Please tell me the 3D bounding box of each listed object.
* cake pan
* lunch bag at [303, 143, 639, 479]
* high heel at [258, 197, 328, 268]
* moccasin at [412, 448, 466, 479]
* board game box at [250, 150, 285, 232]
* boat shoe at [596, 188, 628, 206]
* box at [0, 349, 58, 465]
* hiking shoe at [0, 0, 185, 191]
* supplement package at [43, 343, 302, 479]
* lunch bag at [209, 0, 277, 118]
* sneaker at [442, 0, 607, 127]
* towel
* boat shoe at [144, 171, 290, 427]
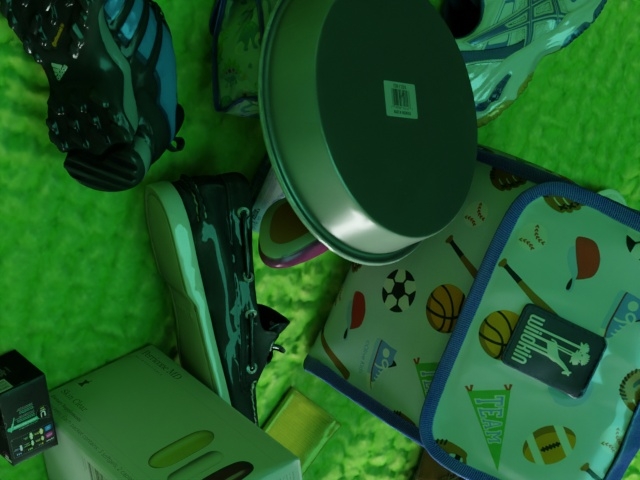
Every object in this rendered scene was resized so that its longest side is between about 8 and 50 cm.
[{"bbox_3d":[0.057,-0.124,1.298,0.293,0.054,0.293,12,74,-48],"label":"cake pan"},{"bbox_3d":[0.205,0.081,1.459,0.239,0.385,0.328,15,101,-44],"label":"lunch bag"},{"bbox_3d":[0.000,0.000,1.398,0.244,0.082,0.117,-56,152,-57],"label":"high heel"},{"bbox_3d":[0.190,0.317,1.729,0.139,0.147,0.380,28,91,-45],"label":"moccasin"},{"bbox_3d":[-0.037,-0.046,1.442,0.090,0.020,0.090,21,96,-45],"label":"board game box"},{"bbox_3d":[0.293,0.043,1.726,0.319,0.099,0.116,-49,115,-36],"label":"boat shoe"},{"bbox_3d":[-0.290,0.159,1.292,0.052,0.062,0.083,-25,125,-32],"label":"box"},{"bbox_3d":[-0.198,-0.199,1.191,0.132,0.113,0.304,-49,136,-56],"label":"hiking shoe"},{"bbox_3d":[-0.143,0.260,1.329,0.145,0.262,0.204,-24,125,-31],"label":"supplement package"},{"bbox_3d":[-0.036,-0.193,1.322,0.128,0.096,0.151,5,80,-43],"label":"lunch bag"},{"bbox_3d":[0.209,-0.255,1.494,0.296,0.112,0.131,-48,112,-28],"label":"sneaker"},{"bbox_3d":[-0.072,0.288,1.576,0.237,0.021,0.102,-54,135,-7],"label":"towel"},{"bbox_3d":[-0.088,0.082,1.388,0.113,0.127,0.340,-21,114,-19],"label":"boat shoe"}]
